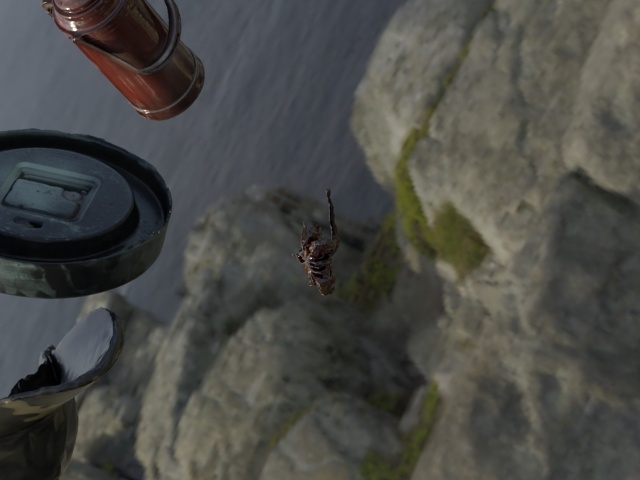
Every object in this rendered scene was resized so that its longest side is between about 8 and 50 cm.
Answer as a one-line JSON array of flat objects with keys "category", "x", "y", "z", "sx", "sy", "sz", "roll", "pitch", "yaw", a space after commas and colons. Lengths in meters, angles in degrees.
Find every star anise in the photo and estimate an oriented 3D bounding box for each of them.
[{"category": "star anise", "x": 0.000, "y": 0.000, "z": 2.066, "sx": 0.097, "sy": 0.070, "sz": 0.190, "roll": -117, "pitch": 21, "yaw": -47}]

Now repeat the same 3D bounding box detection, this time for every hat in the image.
[{"category": "hat", "x": -0.399, "y": 0.272, "z": 1.847, "sx": 0.382, "sy": 0.257, "sz": 0.366, "roll": -9, "pitch": 26, "yaw": 41}]

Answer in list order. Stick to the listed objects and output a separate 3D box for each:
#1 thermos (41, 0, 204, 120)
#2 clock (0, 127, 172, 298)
[{"category": "thermos", "x": -0.219, "y": -0.224, "z": 1.350, "sx": 0.124, "sy": 0.232, "sz": 0.099, "roll": 6, "pitch": 68, "yaw": 28}, {"category": "clock", "x": -0.421, "y": -0.047, "z": 1.952, "sx": 0.386, "sy": 0.386, "sz": 0.076, "roll": -96, "pitch": 14, "yaw": -56}]
